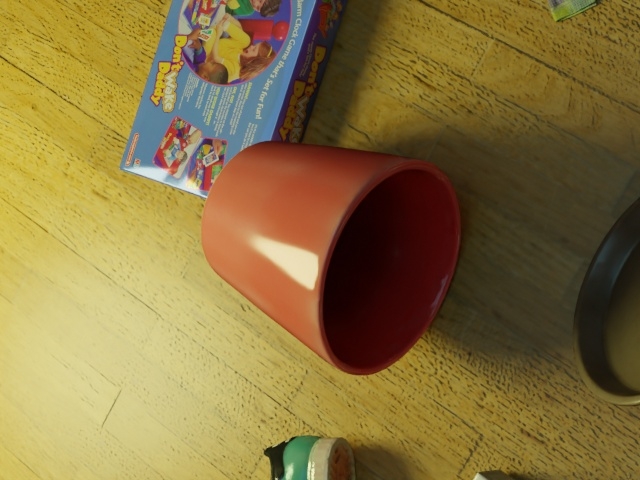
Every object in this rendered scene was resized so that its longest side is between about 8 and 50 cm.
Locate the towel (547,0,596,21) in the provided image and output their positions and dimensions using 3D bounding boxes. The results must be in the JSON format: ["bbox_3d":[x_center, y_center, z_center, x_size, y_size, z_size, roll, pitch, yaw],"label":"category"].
[{"bbox_3d":[0.306,-0.320,1.588,0.060,0.009,0.083,-23,73,23],"label":"towel"}]

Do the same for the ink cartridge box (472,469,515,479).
[{"bbox_3d":[0.204,0.408,1.500,0.160,0.092,0.219,35,99,28],"label":"ink cartridge box"}]

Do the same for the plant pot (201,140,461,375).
[{"bbox_3d":[0.000,0.000,1.583,0.243,0.275,0.275,23,94,37],"label":"plant pot"}]

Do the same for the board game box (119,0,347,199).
[{"bbox_3d":[-0.120,-0.227,1.765,0.233,0.078,0.347,20,93,29],"label":"board game box"}]

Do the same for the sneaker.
[{"bbox_3d":[-0.028,0.402,1.624,0.121,0.108,0.302,-4,74,28],"label":"sneaker"}]

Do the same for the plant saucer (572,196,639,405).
[{"bbox_3d":[0.382,0.056,1.401,0.278,0.041,0.278,-50,25,34],"label":"plant saucer"}]
